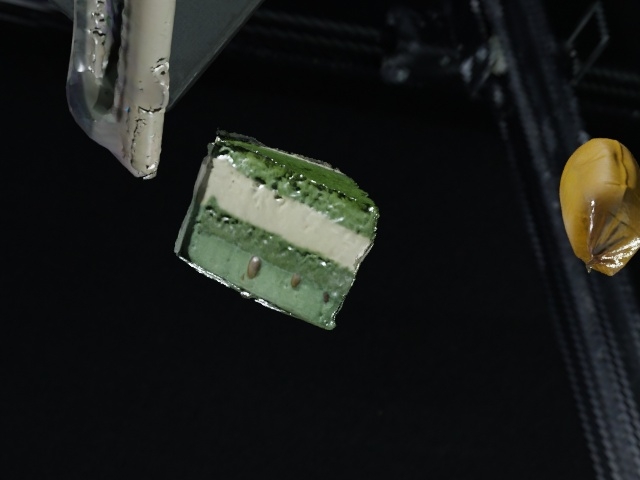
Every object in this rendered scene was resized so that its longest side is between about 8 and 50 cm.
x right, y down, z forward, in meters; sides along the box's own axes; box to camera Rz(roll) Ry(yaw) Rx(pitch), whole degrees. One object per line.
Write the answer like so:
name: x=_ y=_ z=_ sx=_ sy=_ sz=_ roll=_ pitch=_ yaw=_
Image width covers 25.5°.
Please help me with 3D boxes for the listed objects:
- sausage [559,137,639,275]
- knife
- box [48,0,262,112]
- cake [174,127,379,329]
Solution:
sausage: x=0.343 y=-0.036 z=1.716 sx=0.112 sy=0.112 sz=0.328 roll=29 pitch=-158 yaw=-2
knife: x=-0.067 y=-0.132 z=0.496 sx=0.043 sy=0.365 sz=0.089 roll=-18 pitch=-114 yaw=-21
box: x=-0.111 y=-0.321 z=1.189 sx=0.251 sy=0.204 sz=0.345 roll=41 pitch=-88 yaw=-9
cake: x=0.002 y=0.001 z=1.541 sx=0.172 sy=0.158 sz=0.284 roll=13 pitch=-171 yaw=-42
